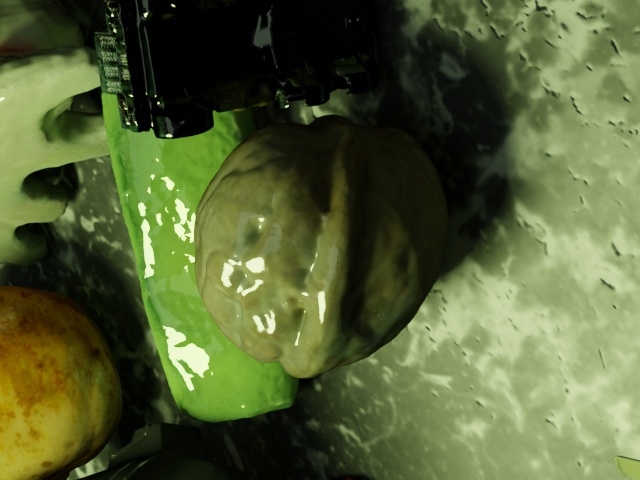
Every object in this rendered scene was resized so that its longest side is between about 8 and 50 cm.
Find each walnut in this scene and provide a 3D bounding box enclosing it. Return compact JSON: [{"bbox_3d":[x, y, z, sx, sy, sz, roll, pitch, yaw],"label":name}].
[{"bbox_3d":[0.000,0.000,1.329,0.224,0.224,0.224,15,114,37],"label":"walnut"}]

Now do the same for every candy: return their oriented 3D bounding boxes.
[{"bbox_3d":[-0.102,-0.002,1.482,0.132,0.142,0.344,-118,16,-78],"label":"candy"}]

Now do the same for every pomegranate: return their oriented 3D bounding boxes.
[{"bbox_3d":[-0.318,0.164,1.654,0.248,0.248,0.248,15,114,37],"label":"pomegranate"}]

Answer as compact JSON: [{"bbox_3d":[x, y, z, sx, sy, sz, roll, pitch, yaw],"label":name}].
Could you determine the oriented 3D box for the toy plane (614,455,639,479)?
[{"bbox_3d":[0.310,0.273,1.240,0.229,0.092,0.244,-14,92,28],"label":"toy plane"}]

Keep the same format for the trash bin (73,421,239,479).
[{"bbox_3d":[-0.220,0.323,1.514,0.301,0.203,0.252,-22,66,37],"label":"trash bin"}]

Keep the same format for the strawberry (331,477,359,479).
[{"bbox_3d":[-0.017,0.335,1.527,0.190,0.111,0.236,39,126,27],"label":"strawberry"}]

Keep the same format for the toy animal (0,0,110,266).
[{"bbox_3d":[-0.326,-0.116,1.620,0.188,0.266,0.308,61,177,25],"label":"toy animal"}]

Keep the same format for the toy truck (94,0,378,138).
[{"bbox_3d":[-0.072,-0.165,1.303,0.127,0.257,0.127,8,111,42],"label":"toy truck"}]
